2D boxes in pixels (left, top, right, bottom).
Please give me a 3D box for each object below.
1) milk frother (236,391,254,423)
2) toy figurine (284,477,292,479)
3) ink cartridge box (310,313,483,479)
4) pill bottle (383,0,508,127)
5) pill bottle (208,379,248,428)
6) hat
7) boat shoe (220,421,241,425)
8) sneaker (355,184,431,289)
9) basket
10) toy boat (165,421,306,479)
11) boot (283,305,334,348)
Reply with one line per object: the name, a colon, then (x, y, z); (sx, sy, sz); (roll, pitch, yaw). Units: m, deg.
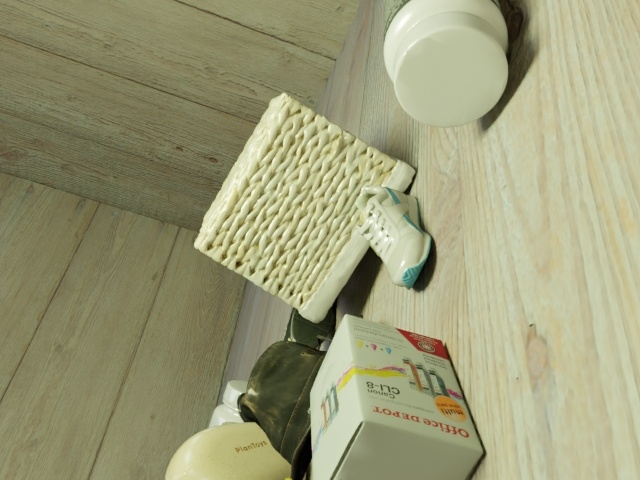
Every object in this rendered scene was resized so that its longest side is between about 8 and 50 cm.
milk frother: (-0.080, 0.351, 1.257); (0.135, 0.129, 0.143); (-32, -7, 18)
toy figurine: (-0.020, 0.411, 0.662); (0.209, 0.148, 0.213); (-90, 20, -59)
ink cartridge box: (0.069, 0.190, 0.618); (0.176, 0.128, 0.127); (-96, 25, -63)
pill bottle: (0.167, -0.288, 0.801); (0.283, 0.161, 0.161); (-83, 14, -45)
pill bottle: (-0.214, 0.514, 1.484); (0.160, 0.160, 0.283); (-171, 99, -80)
hat: (-0.041, 0.230, 0.875); (0.331, 0.134, 0.331); (24, -90, -82)
boat shoe: (-0.159, 0.492, 1.267); (0.305, 0.109, 0.091); (23, 101, 63)
sneaker: (0.102, -0.008, 0.871); (0.228, 0.092, 0.087); (-94, 25, -61)
basket: (-0.048, -0.074, 1.118); (0.331, 0.266, 0.328); (-59, 13, 6)
toy boat: (-0.122, 0.455, 0.985); (0.318, 0.267, 0.148); (44, 118, 43)
boot: (-0.033, 0.199, 1.274); (0.236, 0.085, 0.178); (-76, 7, -55)
